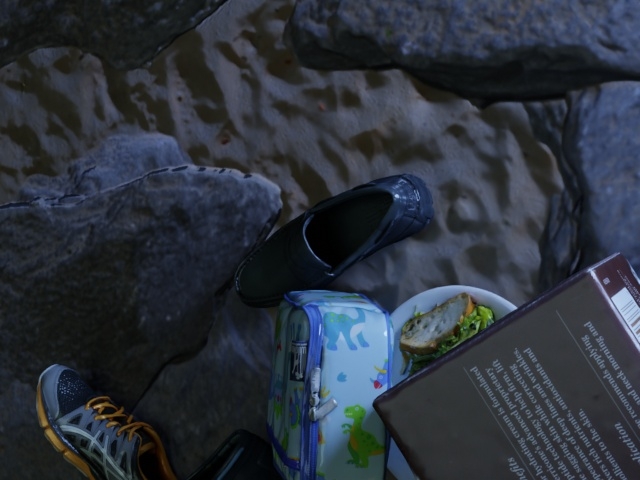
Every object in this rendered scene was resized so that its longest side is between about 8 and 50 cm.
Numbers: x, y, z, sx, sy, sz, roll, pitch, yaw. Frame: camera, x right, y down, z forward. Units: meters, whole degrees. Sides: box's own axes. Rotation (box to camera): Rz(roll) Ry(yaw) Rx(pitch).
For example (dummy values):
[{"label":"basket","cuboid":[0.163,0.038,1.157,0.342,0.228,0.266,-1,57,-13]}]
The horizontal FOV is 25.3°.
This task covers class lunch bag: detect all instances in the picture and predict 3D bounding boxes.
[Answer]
[{"label":"lunch bag","cuboid":[0.005,0.135,1.239,0.090,0.219,0.176,2,94,-8]}]

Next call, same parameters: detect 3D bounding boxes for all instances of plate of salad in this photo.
[{"label":"plate of salad","cuboid":[0.117,0.140,1.264,0.200,0.048,0.199,0,89,32]}]

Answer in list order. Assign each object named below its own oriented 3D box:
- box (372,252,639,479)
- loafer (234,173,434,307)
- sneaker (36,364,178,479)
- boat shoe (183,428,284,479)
[{"label":"box","cuboid":[0.185,0.133,1.120,0.203,0.167,0.168,-33,84,18]},{"label":"loafer","cuboid":[0.000,0.000,1.320,0.223,0.078,0.076,-28,74,29]},{"label":"sneaker","cuboid":[-0.207,0.207,1.454,0.083,0.084,0.215,-44,78,24]},{"label":"boat shoe","cuboid":[-0.152,0.269,1.362,0.258,0.089,0.109,-39,25,-7]}]
